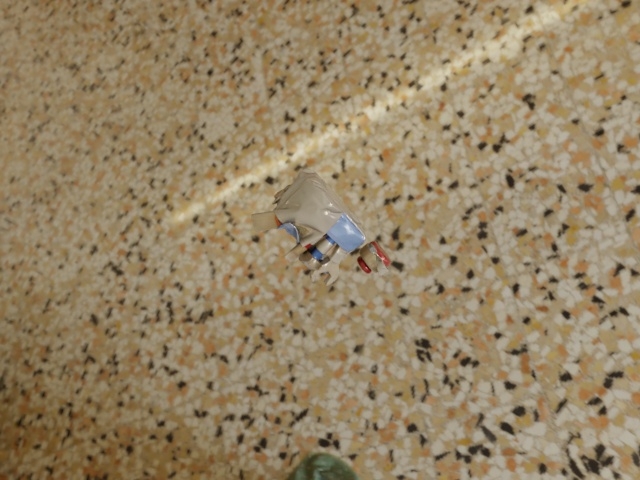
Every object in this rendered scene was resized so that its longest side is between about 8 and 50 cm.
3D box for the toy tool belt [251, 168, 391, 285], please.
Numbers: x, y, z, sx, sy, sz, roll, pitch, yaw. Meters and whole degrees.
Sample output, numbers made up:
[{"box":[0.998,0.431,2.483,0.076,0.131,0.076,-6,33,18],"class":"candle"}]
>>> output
[{"box":[0.000,0.000,0.472,0.051,0.083,0.052,-39,21,11],"class":"toy tool belt"}]
